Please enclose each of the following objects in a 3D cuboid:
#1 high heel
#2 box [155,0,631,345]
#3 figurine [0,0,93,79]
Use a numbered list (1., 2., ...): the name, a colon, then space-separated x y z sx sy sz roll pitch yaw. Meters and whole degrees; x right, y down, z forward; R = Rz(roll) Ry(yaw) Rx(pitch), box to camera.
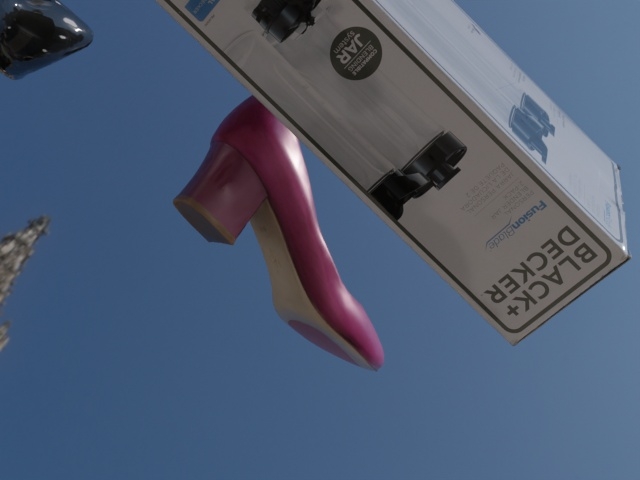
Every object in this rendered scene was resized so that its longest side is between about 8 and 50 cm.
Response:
1. high heel: 0.000 0.000 1.143 0.181 0.127 0.377 -55 -51 -19
2. box: 0.054 -0.092 0.583 0.290 0.169 0.087 43 -64 -6
3. figurine: -0.281 -0.128 0.609 0.214 0.209 0.092 -20 -104 13
